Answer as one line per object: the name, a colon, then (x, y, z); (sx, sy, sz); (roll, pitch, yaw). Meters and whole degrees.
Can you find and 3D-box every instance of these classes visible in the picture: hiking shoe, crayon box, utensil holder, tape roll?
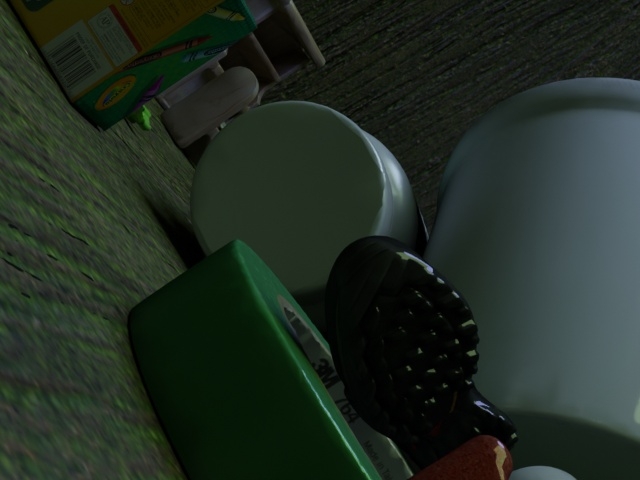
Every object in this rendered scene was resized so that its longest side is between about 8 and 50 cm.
hiking shoe: (0.038, 0.066, 0.744); (0.114, 0.086, 0.227); (39, -16, 40)
crayon box: (-0.199, -0.257, 1.086); (0.278, 0.165, 0.081); (57, 1, 15)
utensil holder: (0.219, 0.105, 1.062); (0.327, 0.327, 0.385); (56, 38, -28)
tape roll: (0.011, 0.151, 0.736); (0.321, 0.077, 0.321); (57, 1, -2)

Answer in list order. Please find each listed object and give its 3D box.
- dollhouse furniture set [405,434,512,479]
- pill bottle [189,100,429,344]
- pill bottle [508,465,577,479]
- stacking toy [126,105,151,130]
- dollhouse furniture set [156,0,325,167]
dollhouse furniture set: (0.090, 0.210, 0.356); (0.374, 0.152, 0.201); (35, -33, 42)
pill bottle: (0.000, 0.000, 1.227); (0.204, 0.204, 0.361); (56, 1, 14)
pill bottle: (0.128, 0.177, 0.605); (0.094, 0.094, 0.169); (56, 1, -18)
stacking toy: (-0.248, -0.234, 1.306); (0.221, 0.052, 0.167); (57, 2, 26)
dollhouse furniture set: (-0.061, -0.160, 1.897); (0.394, 0.256, 0.362); (57, 2, 33)
